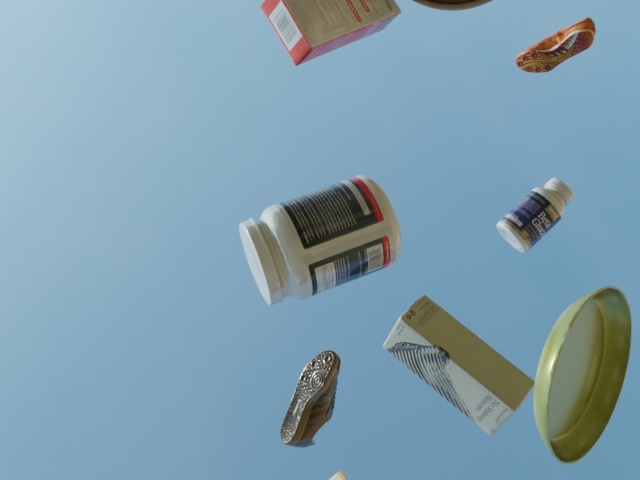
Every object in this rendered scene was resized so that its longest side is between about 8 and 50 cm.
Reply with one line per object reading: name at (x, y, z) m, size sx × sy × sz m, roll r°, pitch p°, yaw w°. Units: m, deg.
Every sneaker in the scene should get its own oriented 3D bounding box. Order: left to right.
sneaker at (-0.005, 0.283, 1.328) m, size 0.071 × 0.188 × 0.066 m, roll 23°, pitch -171°, yaw -39°
sneaker at (0.481, -0.393, 1.512) m, size 0.064 × 0.175 × 0.067 m, roll 49°, pitch -133°, yaw -26°

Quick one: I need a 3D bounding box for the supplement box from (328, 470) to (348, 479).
supplement box at (0.012, 0.380, 1.037) m, size 0.098 × 0.036 × 0.062 m, roll -39°, pitch -64°, yaw -8°

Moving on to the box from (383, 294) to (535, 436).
box at (0.265, 0.241, 1.443) m, size 0.275 × 0.113 × 0.094 m, roll 38°, pitch -133°, yaw 17°

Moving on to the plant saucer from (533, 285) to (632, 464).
plant saucer at (0.343, 0.173, 0.979) m, size 0.037 × 0.241 × 0.241 m, roll 15°, pitch -135°, yaw 42°

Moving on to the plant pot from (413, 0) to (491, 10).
plant pot at (0.196, -0.441, 1.029) m, size 0.237 × 0.237 × 0.110 m, roll 40°, pitch -155°, yaw 7°

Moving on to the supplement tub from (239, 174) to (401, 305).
supplement tub at (0.000, 0.000, 1.424) m, size 0.272 × 0.191 × 0.191 m, roll -20°, pitch -112°, yaw -13°

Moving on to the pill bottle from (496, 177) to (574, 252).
pill bottle at (0.491, -0.061, 1.685) m, size 0.169 × 0.094 × 0.094 m, roll -44°, pitch -100°, yaw -2°

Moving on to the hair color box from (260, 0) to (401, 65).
hair color box at (0.016, -0.303, 0.974) m, size 0.167 × 0.053 × 0.093 m, roll -30°, pitch -91°, yaw -31°
